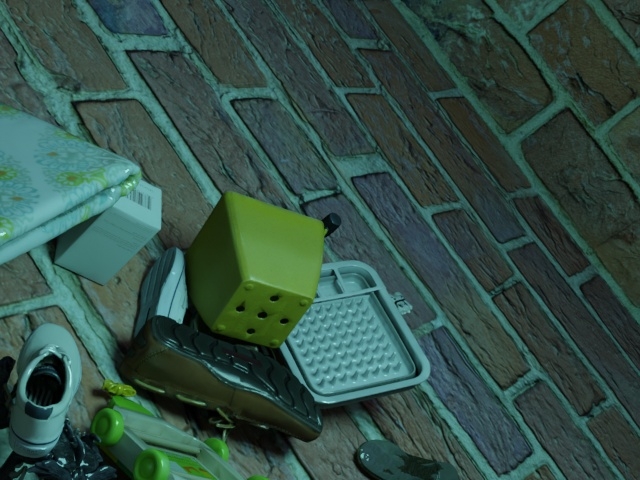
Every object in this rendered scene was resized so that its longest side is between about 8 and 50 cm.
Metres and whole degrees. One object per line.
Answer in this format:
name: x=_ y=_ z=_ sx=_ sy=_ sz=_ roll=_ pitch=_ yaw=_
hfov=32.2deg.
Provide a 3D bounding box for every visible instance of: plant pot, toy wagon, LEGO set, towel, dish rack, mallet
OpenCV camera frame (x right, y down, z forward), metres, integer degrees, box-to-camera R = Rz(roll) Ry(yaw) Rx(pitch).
plant pot: x=-0.117 y=0.072 z=2.025 sx=0.212 sy=0.212 sz=0.187 roll=17 pitch=36 yaw=-27
toy wagon: x=-0.235 y=0.325 z=1.708 sx=0.344 sy=0.068 sz=0.267 roll=30 pitch=0 yaw=41
LEGO set: x=0.127 y=0.185 z=2.416 sx=0.093 sy=0.087 sz=0.227 roll=42 pitch=26 yaw=23
towel: x=-0.523 y=-0.095 z=1.757 sx=0.321 sy=0.090 sz=0.374 roll=27 pitch=35 yaw=20
dish rack: x=0.032 y=0.192 z=2.202 sx=0.286 sy=0.072 sz=0.332 roll=-8 pitch=48 yaw=-27
mallet: x=0.000 y=0.000 z=2.496 sx=0.039 sy=0.062 sz=0.189 roll=42 pitch=31 yaw=-9

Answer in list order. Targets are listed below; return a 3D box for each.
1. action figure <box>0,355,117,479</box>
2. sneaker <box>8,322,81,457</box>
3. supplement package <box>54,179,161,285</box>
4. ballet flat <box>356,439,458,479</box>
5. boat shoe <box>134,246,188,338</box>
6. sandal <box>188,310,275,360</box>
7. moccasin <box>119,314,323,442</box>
action figure: x=-0.396 y=0.299 z=1.577 sx=0.164 sy=0.141 sz=0.275 roll=14 pitch=29 yaw=-47
sneaker: x=-0.373 y=0.186 z=1.543 sx=0.094 sy=0.091 sz=0.258 roll=17 pitch=28 yaw=-18
supplement package: x=-0.370 y=-0.025 z=1.933 sx=0.105 sy=0.179 sz=0.105 roll=29 pitch=35 yaw=-32
ballet flat: x=0.166 y=0.454 z=2.208 sx=0.250 sy=0.058 sz=0.084 roll=19 pitch=62 yaw=-32
boat shoe: x=-0.279 y=0.115 z=2.008 sx=0.076 sy=0.083 sz=0.226 roll=44 pitch=40 yaw=-30
sandal: x=-0.119 y=0.230 z=2.056 sx=0.303 sy=0.086 sz=0.120 roll=43 pitch=30 yaw=-9
moccasin: x=-0.164 y=0.266 z=1.924 sx=0.380 sy=0.147 sz=0.139 roll=24 pitch=24 yaw=-28
